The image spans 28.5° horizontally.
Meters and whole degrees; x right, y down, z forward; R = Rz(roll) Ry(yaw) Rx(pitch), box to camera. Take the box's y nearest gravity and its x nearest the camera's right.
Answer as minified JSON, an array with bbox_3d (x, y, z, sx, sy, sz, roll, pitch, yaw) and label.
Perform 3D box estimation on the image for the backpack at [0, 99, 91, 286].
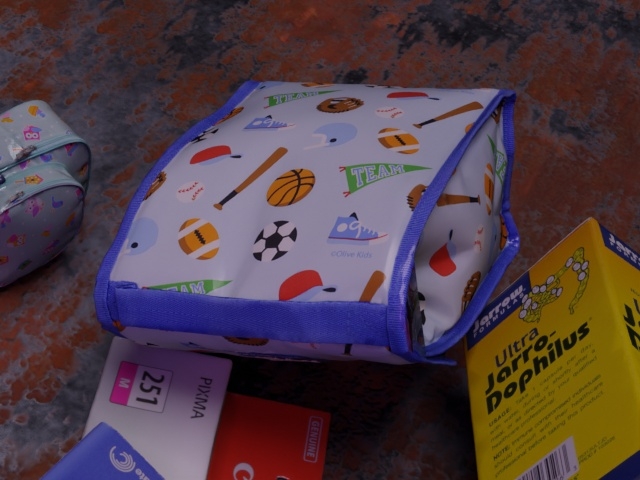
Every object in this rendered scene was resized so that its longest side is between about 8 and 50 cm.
[{"bbox_3d":[-0.333,-0.054,1.367,0.144,0.165,0.188,35,52,16],"label":"backpack"}]

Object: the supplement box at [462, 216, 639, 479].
[{"bbox_3d":[0.275,0.182,1.178,0.194,0.195,0.356,35,28,-20],"label":"supplement box"}]

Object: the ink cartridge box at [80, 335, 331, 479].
[{"bbox_3d":[-0.117,0.233,1.217,0.239,0.060,0.275,11,45,-1],"label":"ink cartridge box"}]

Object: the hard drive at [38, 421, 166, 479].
[{"bbox_3d":[-0.190,0.303,0.990,0.210,0.040,0.319,45,33,0],"label":"hard drive"}]

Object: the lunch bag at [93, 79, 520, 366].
[{"bbox_3d":[0.000,0.000,1.268,0.328,0.238,0.385,2,25,23],"label":"lunch bag"}]
